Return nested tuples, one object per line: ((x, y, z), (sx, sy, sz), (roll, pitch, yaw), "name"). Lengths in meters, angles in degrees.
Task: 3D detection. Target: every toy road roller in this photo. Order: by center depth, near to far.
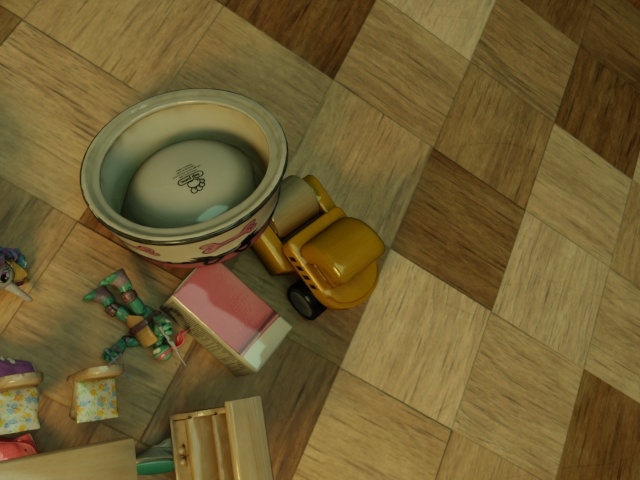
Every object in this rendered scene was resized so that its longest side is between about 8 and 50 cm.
((0.000, 0.000, 1.374), (0.202, 0.240, 0.329), (-37, 92, -27), "toy road roller")

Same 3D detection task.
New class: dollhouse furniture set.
((-0.312, 0.382, 1.014), (0.394, 0.256, 0.362), (0, 74, -37), "dollhouse furniture set")

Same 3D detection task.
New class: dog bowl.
((-0.263, -0.120, 1.263), (0.407, 0.150, 0.408), (-1, 54, 2), "dog bowl")

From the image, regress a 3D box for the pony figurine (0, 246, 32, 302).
((-0.683, 0.016, 1.043), (0.303, 0.363, 0.351), (-41, 97, 10), "pony figurine")

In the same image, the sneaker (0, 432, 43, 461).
((-0.531, 0.423, 1.107), (0.313, 0.116, 0.136), (31, 65, -12), "sneaker")

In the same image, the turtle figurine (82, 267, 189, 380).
((-0.368, 0.178, 1.246), (0.175, 0.118, 0.234), (-37, 91, 14), "turtle figurine")

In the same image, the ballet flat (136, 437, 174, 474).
((-0.285, 0.431, 1.246), (0.213, 0.072, 0.068), (7, 46, -22), "ballet flat")

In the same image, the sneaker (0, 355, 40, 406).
((-0.633, 0.232, 1.139), (0.282, 0.102, 0.161), (45, 24, 14), "sneaker")

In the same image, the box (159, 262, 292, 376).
((-0.200, 0.161, 1.298), (0.232, 0.148, 0.127), (43, 63, -8), "box")
